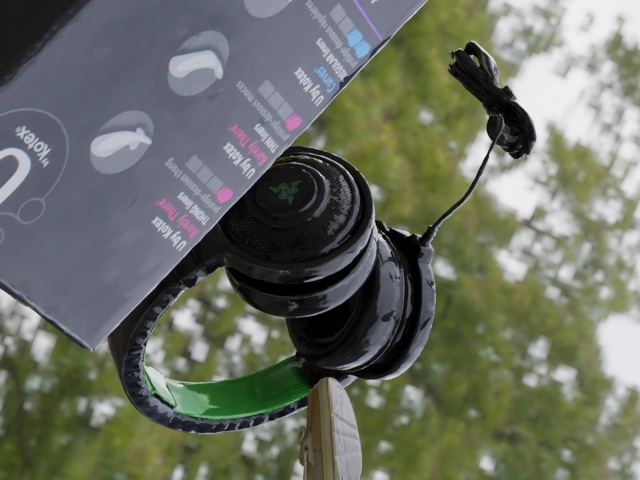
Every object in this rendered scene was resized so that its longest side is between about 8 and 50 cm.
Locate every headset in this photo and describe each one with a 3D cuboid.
[{"bbox_3d":[0.000,0.000,1.477,0.394,0.243,0.185,-33,-128,9],"label":"headset"}]

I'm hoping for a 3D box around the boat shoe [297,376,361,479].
[{"bbox_3d":[0.000,0.173,1.284,0.048,0.056,0.153,-10,-103,21],"label":"boat shoe"}]

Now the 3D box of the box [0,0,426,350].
[{"bbox_3d":[-0.068,-0.125,0.666,0.270,0.143,0.165,-47,-123,-2],"label":"box"}]
